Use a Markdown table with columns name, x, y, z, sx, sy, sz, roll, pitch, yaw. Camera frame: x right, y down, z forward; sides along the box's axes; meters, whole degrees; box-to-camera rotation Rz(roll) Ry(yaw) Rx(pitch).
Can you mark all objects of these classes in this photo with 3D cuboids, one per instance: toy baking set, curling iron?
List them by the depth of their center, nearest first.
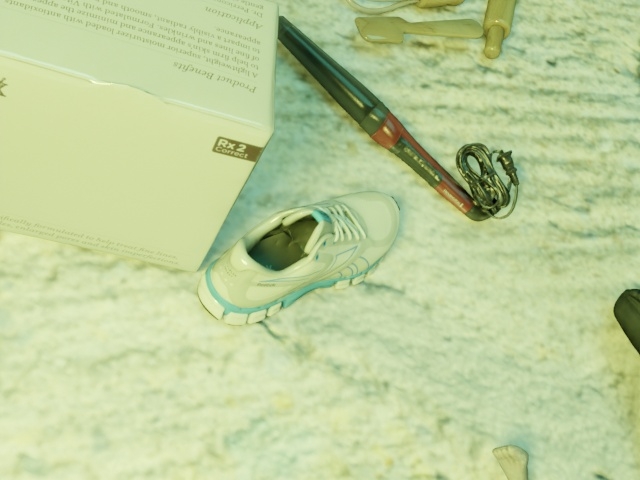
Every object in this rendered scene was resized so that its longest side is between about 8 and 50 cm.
| name | x | y | z | sx | sy | sz | roll | pitch | yaw |
| --- | --- | --- | --- | --- | --- | --- | --- | --- | --- |
| curling iron | 0.065 | -0.113 | 0.811 | 0.274 | 0.035 | 0.068 | 37 | 89 | 5 |
| toy baking set | 0.115 | -0.265 | 0.942 | 0.197 | 0.030 | 0.256 | 19 | 54 | -9 |

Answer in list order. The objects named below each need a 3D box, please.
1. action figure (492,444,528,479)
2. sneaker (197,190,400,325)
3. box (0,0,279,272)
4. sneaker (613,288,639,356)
| name | x | y | z | sx | sy | sz | roll | pitch | yaw |
| --- | --- | --- | --- | --- | --- | --- | --- | --- | --- |
| action figure | 0.250 | 0.306 | 0.559 | 0.341 | 0.178 | 0.330 | 6 | 60 | 8 |
| sneaker | 0.000 | 0.000 | 0.687 | 0.191 | 0.083 | 0.071 | -28 | 73 | -36 |
| box | -0.140 | -0.086 | 0.612 | 0.181 | 0.182 | 0.119 | 14 | 54 | -17 |
| sneaker | 0.308 | 0.153 | 0.718 | 0.109 | 0.130 | 0.286 | 18 | 30 | -32 |
